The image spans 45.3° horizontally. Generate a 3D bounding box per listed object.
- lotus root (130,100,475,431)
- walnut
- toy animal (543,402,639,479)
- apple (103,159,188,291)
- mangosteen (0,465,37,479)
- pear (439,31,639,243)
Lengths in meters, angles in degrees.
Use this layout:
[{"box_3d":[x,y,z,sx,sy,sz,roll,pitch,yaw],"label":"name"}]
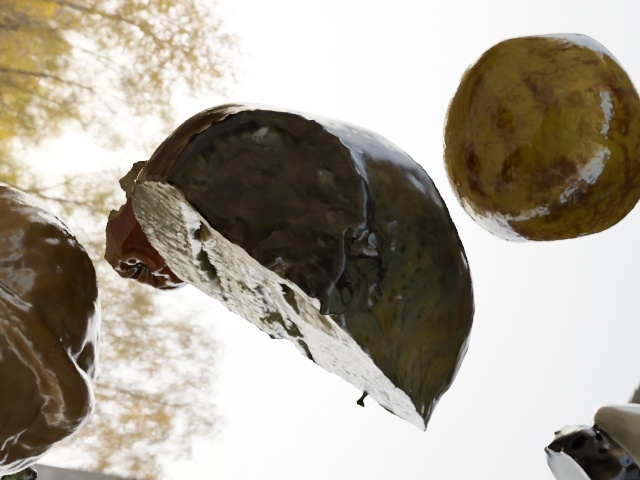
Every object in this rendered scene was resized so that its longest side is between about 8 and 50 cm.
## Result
[{"box_3d":[-0.012,-0.011,0.559,0.267,0.260,0.149,28,-108,22],"label":"lotus root"},{"box_3d":[-0.186,0.054,0.409,0.166,0.149,0.166,-59,169,-20],"label":"walnut"},{"box_3d":[0.436,0.324,1.126,0.179,0.166,0.138,-31,-148,-9],"label":"toy animal"},{"box_3d":[-0.199,-0.015,1.000,0.156,0.147,0.158,110,-16,-59],"label":"apple"},{"box_3d":[-0.637,0.394,1.393,0.231,0.289,0.231,-28,-145,21],"label":"mangosteen"},{"box_3d":[0.282,-0.129,0.982,0.281,0.281,0.281,-38,-138,44],"label":"pear"}]
